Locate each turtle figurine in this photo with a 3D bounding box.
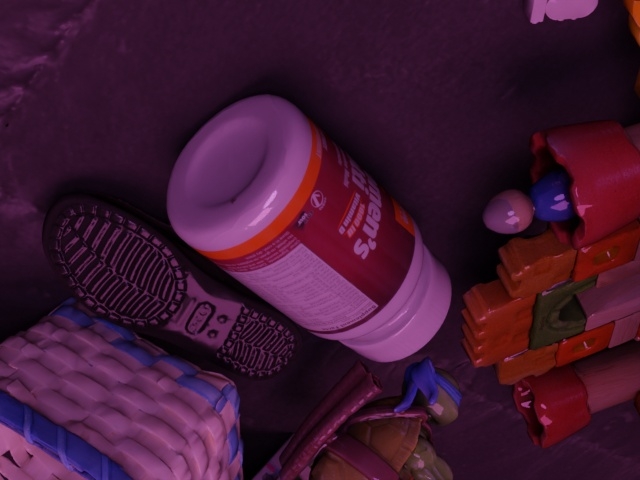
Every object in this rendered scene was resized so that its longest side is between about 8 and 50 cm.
[{"bbox_3d":[0.040,0.249,0.929,0.266,0.198,0.274,-40,158,-22],"label":"turtle figurine"}]

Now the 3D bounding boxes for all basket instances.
[{"bbox_3d":[-0.203,0.200,0.822,0.289,0.255,0.201,-40,146,-39],"label":"basket"}]

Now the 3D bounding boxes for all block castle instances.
[{"bbox_3d":[0.252,0.126,0.857,0.213,0.303,0.453,-19,148,-5],"label":"block castle"}]

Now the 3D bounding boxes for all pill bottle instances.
[{"bbox_3d":[0.000,0.000,0.820,0.121,0.121,0.221,-33,135,19],"label":"pill bottle"}]

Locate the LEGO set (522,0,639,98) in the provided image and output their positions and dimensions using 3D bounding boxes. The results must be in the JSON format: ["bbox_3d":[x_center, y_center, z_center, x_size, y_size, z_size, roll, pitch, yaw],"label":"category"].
[{"bbox_3d":[0.251,-0.150,0.761,0.227,0.087,0.093,-7,137,-7],"label":"LEGO set"}]

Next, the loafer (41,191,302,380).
[{"bbox_3d":[-0.116,0.033,0.855,0.220,0.078,0.080,36,103,-21],"label":"loafer"}]

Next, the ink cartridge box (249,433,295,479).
[{"bbox_3d":[-0.054,0.262,1.084,0.061,0.181,0.104,42,123,6],"label":"ink cartridge box"}]
